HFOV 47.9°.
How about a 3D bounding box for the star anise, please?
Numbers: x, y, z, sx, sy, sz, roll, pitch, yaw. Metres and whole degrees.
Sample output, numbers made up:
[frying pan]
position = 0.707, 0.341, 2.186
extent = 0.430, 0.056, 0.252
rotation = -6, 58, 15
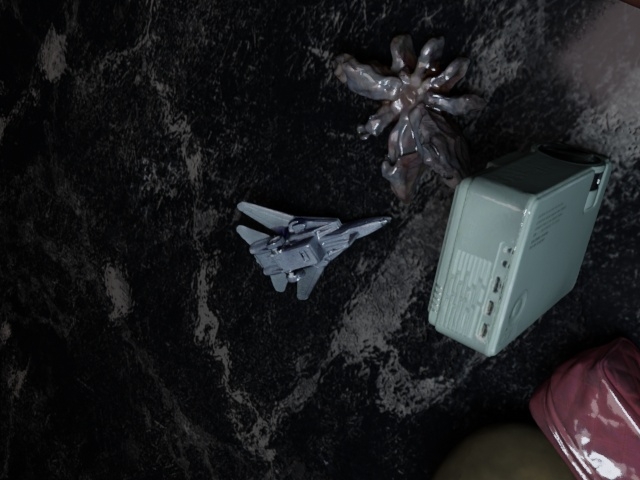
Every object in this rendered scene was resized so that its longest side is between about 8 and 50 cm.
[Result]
[star anise]
position = 0.123, -0.169, 0.979
extent = 0.198, 0.111, 0.257
rotation = -23, 82, 43

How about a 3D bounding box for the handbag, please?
[handbag]
position = 0.369, 0.239, 0.872
extent = 0.225, 0.146, 0.135
rotation = 54, 128, 11

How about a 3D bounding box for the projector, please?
[projector]
position = 0.231, -0.005, 0.834
extent = 0.099, 0.257, 0.192
rotation = 26, 120, 31

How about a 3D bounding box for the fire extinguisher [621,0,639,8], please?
[fire extinguisher]
position = 0.267, -0.333, 0.802
extent = 0.344, 0.102, 0.138
rotation = 35, 126, 28

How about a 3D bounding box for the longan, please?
[longan]
position = 0.259, 0.376, 0.957
extent = 0.258, 0.258, 0.258
rotation = 14, 113, 37

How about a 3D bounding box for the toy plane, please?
[toy plane]
position = -0.005, 0.007, 1.159
extent = 0.267, 0.088, 0.212
rotation = -12, 119, 40
